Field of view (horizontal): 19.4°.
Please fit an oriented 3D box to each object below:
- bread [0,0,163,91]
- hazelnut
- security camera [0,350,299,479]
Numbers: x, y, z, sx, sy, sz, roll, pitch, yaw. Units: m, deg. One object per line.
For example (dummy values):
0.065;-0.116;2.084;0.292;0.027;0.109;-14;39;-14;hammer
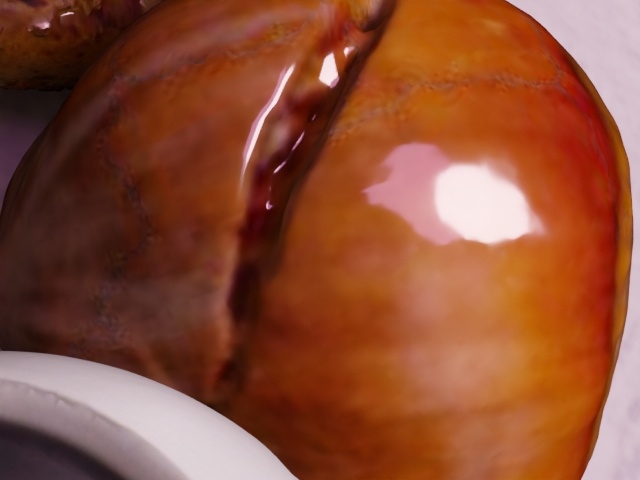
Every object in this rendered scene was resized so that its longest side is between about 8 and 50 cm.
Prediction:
-0.097;-0.126;0.560;0.193;0.064;0.193;14;61;-26;bread
0.000;0.000;0.517;0.182;0.182;0.182;13;66;-31;hazelnut
-0.059;0.138;0.410;0.194;0.194;0.236;-28;86;-38;security camera
